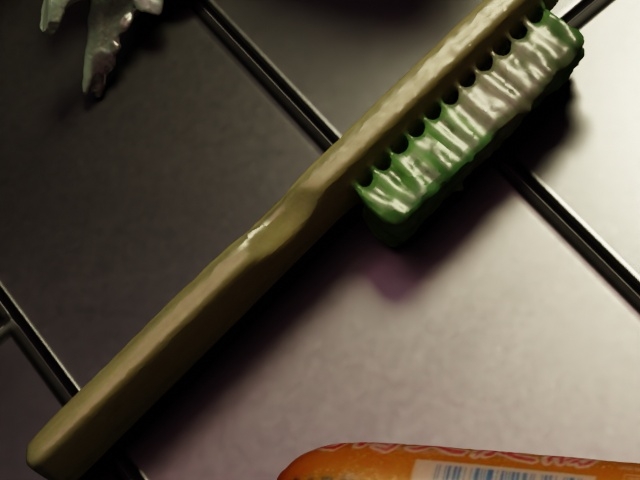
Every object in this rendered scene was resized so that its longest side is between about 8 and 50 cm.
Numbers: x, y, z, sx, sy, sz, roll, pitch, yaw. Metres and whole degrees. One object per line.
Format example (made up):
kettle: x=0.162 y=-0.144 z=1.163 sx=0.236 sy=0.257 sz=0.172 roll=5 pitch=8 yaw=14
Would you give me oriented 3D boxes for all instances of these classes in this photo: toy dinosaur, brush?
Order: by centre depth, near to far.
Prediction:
brush: x=0.000 y=0.000 z=0.618 sx=0.282 sy=0.054 sz=0.048 roll=-43 pitch=77 yaw=-6
toy dinosaur: x=-0.085 y=-0.167 z=0.688 sx=0.039 sy=0.082 sz=0.209 roll=17 pitch=105 yaw=58

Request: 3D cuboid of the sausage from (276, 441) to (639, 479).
sausage: x=0.138 y=0.106 z=0.535 sx=0.348 sy=0.053 sz=0.053 roll=3 pitch=68 yaw=16
